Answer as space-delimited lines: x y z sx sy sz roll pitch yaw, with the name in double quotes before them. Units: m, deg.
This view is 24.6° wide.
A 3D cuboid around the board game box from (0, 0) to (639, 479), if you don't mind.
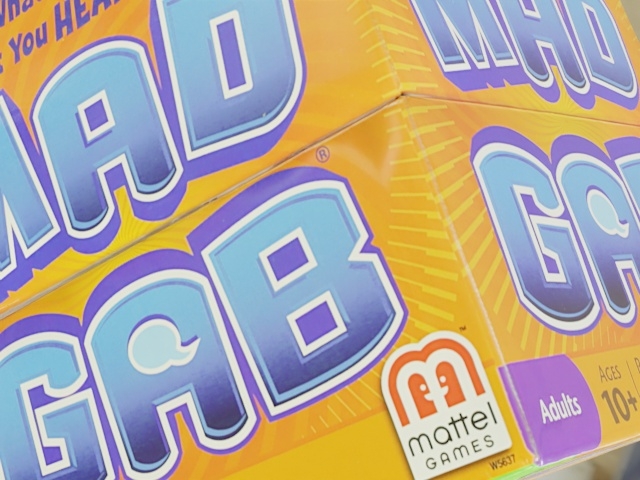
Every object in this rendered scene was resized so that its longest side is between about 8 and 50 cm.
"board game box" 0.000 0.000 0.892 0.356 0.356 0.356 -27 166 31
